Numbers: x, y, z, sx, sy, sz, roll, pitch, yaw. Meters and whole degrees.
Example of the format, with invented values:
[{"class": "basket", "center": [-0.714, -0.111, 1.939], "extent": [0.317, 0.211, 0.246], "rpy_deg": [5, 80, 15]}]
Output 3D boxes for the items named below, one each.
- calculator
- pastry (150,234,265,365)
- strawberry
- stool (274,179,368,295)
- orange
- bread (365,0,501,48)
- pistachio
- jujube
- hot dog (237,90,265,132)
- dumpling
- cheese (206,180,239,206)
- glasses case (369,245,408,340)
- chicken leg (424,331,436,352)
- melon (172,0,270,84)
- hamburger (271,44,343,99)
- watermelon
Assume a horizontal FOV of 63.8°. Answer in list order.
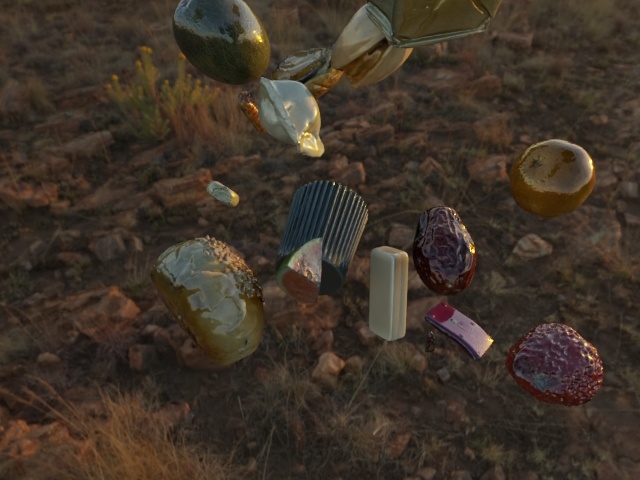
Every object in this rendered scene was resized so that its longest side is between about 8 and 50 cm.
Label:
[{"class": "calculator", "center": [0.399, 0.253, 1.481], "extent": [0.190, 0.034, 0.126], "rpy_deg": [39, 37, 21]}, {"class": "pastry", "center": [-0.310, 0.166, 1.509], "extent": [0.245, 0.409, 0.409], "rpy_deg": [-36, 52, -23]}, {"class": "strawberry", "center": [0.788, 0.413, 1.736], "extent": [0.292, 0.310, 0.291], "rpy_deg": [-14, 59, 25]}, {"class": "stool", "center": [0.000, 0.000, 1.870], "extent": [0.297, 0.297, 0.330], "rpy_deg": [9, 51, 10]}, {"class": "orange", "center": [0.454, -0.118, 1.005], "extent": [0.136, 0.159, 0.159], "rpy_deg": [29, 24, -37]}, {"class": "bread", "center": [0.165, -0.385, 0.719], "extent": [0.210, 0.192, 0.110], "rpy_deg": [-22, 55, -19]}, {"class": "pistachio", "center": [0.115, -0.443, 1.173], "extent": [0.157, 0.229, 0.157], "rpy_deg": [14, 64, -30]}, {"class": "jujube", "center": [0.390, 0.031, 1.625], "extent": [0.197, 0.197, 0.290], "rpy_deg": [0, 61, -1]}, {"class": "hot dog", "center": [-0.175, -0.338, 1.345], "extent": [0.038, 0.144, 0.062], "rpy_deg": [-19, 61, 12]}, {"class": "dumpling", "center": [-0.054, -0.264, 1.163], "extent": [0.131, 0.252, 0.179], "rpy_deg": [-34, 74, 10]}, {"class": "cheese", "center": [-0.394, -0.185, 2.087], "extent": [0.137, 0.064, 0.227], "rpy_deg": [33, -2, -7]}, {"class": "glasses case", "center": [0.236, 0.183, 1.794], "extent": [0.070, 0.313, 0.131], "rpy_deg": [-8, 15, -31]}, {"class": "chicken leg", "center": [0.290, 0.275, 1.357], "extent": [0.021, 0.083, 0.036], "rpy_deg": [-10, 36, -13]}, {"class": "melon", "center": [-0.284, -0.589, 1.509], "extent": [0.237, 0.302, 0.237], "rpy_deg": [-19, 56, 31]}, {"class": "hamburger", "center": [-0.023, -0.442, 1.429], "extent": [0.208, 0.135, 0.155], "rpy_deg": [-4, 53, 36]}, {"class": "watermelon", "center": [-0.046, 0.076, 1.479], "extent": [0.128, 0.231, 0.146], "rpy_deg": [17, 61, 4]}]
